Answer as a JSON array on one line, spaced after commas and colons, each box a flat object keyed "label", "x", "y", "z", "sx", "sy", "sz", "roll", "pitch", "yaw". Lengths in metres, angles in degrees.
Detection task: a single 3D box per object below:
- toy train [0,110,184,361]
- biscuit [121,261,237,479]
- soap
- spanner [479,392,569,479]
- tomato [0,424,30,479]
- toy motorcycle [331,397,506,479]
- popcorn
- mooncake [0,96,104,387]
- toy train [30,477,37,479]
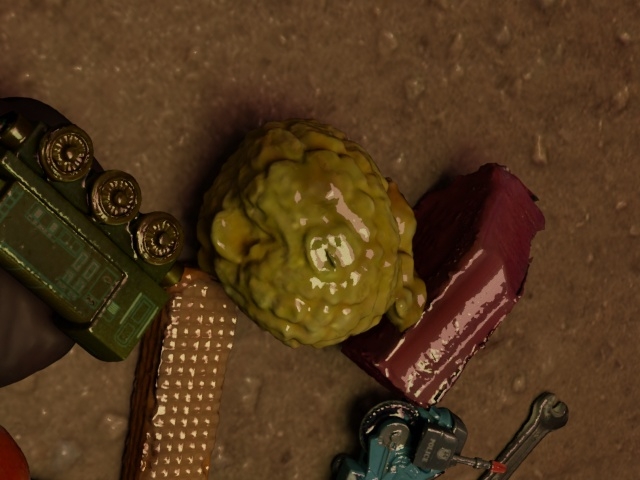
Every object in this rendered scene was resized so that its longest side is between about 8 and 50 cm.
[{"label": "toy train", "x": -0.219, "y": -0.006, "z": 1.030, "sx": 0.225, "sy": 0.090, "sz": 0.137, "roll": 46, "pitch": 68, "yaw": -32}, {"label": "biscuit", "x": -0.159, "y": 0.211, "z": 1.280, "sx": 0.094, "sy": 0.054, "sz": 0.379, "roll": 5, "pitch": 97, "yaw": -34}, {"label": "soap", "x": 0.145, "y": 0.041, "z": 1.363, "sx": 0.289, "sy": 0.182, "sz": 0.112, "roll": -48, "pitch": 118, "yaw": -8}, {"label": "spanner", "x": 0.226, "y": 0.319, "z": 1.564, "sx": 0.302, "sy": 0.017, "sz": 0.071, "roll": -47, "pitch": 120, "yaw": -14}, {"label": "tomato", "x": -0.374, "y": 0.246, "z": 1.067, "sx": 0.232, "sy": 0.188, "sz": 0.232, "roll": 0, "pitch": 98, "yaw": 2}, {"label": "toy motorcycle", "x": 0.101, "y": 0.315, "z": 1.417, "sx": 0.182, "sy": 0.123, "sz": 0.272, "roll": 17, "pitch": 103, "yaw": -15}, {"label": "popcorn", "x": 0.000, "y": 0.000, "z": 1.231, "sx": 0.251, "sy": 0.237, "sz": 0.206, "roll": 35, "pitch": 105, "yaw": -22}, {"label": "mooncake", "x": -0.329, "y": -0.002, "z": 1.082, "sx": 0.283, "sy": 0.141, "sz": 0.283, "roll": -6, "pitch": 99, "yaw": -39}, {"label": "toy train", "x": -0.283, "y": 0.291, "z": 1.214, "sx": 0.178, "sy": 0.071, "sz": 0.105, "roll": 26, "pitch": 75, "yaw": -32}]
